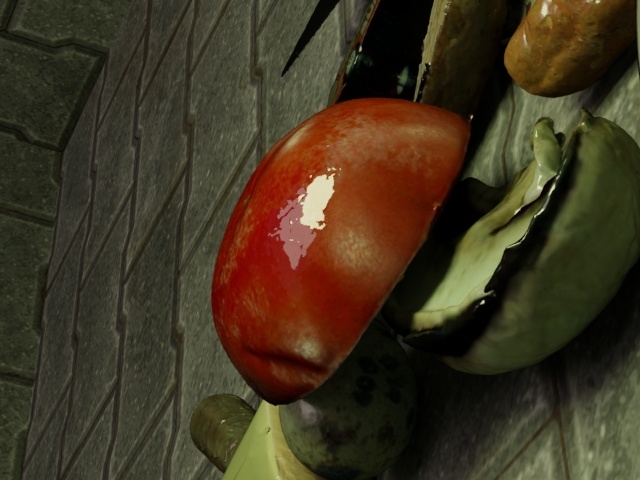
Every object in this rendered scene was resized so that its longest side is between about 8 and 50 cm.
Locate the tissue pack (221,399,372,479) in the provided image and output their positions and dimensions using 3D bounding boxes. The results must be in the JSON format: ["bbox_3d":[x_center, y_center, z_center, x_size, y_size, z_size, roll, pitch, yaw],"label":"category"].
[{"bbox_3d":[-0.044,0.299,1.756,0.159,0.125,0.234,-100,33,-54],"label":"tissue pack"}]

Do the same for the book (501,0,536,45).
[{"bbox_3d":[0.208,-0.278,1.670,0.231,0.026,0.157,173,111,-71],"label":"book"}]

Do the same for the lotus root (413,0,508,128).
[{"bbox_3d":[0.134,-0.158,1.687,0.167,0.078,0.329,-74,-3,-54],"label":"lotus root"}]

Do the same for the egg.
[{"bbox_3d":[0.030,0.155,1.640,0.141,0.141,0.182,127,156,-48],"label":"egg"}]

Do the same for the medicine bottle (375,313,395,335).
[{"bbox_3d":[-0.005,0.091,1.789,0.143,0.147,0.147,27,100,68],"label":"medicine bottle"}]

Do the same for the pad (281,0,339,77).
[{"bbox_3d":[0.061,-0.315,1.961,0.315,0.063,0.375,-63,8,-27],"label":"pad"}]

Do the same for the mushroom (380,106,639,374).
[{"bbox_3d":[0.174,0.005,1.393,0.247,0.130,0.344,-60,13,-28],"label":"mushroom"}]

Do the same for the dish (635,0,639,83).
[{"bbox_3d":[0.308,-0.127,1.047,0.316,0.106,0.316,173,90,-79],"label":"dish"}]

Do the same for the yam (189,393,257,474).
[{"bbox_3d":[-0.086,0.254,1.974,0.259,0.093,0.093,-157,83,-71],"label":"yam"}]

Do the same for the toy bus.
[{"bbox_3d":[0.117,-0.302,1.857,0.092,0.093,0.409,-97,29,-66],"label":"toy bus"}]

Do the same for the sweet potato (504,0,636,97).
[{"bbox_3d":[0.249,-0.222,1.401,0.252,0.097,0.097,-52,28,40],"label":"sweet potato"}]

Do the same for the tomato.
[{"bbox_3d":[-0.007,-0.010,1.513,0.338,0.143,0.338,-58,8,13],"label":"tomato"}]
